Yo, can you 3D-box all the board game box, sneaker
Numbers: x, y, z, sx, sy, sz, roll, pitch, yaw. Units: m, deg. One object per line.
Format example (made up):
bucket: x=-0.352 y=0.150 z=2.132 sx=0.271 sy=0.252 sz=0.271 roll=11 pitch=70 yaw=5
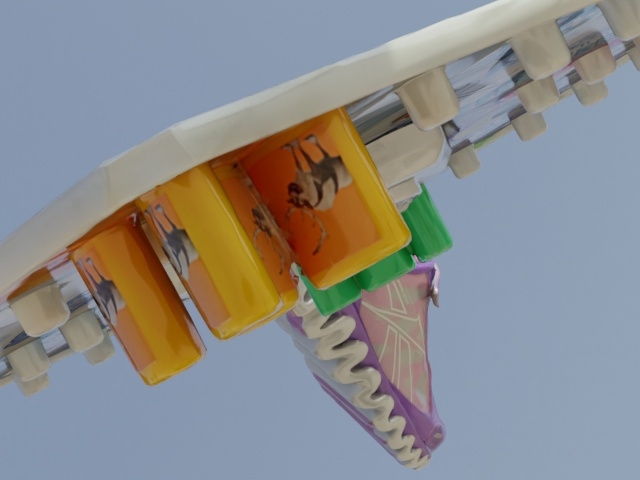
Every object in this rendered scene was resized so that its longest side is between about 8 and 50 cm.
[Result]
board game box: x=0.000 y=0.000 z=0.631 sx=0.390 sy=0.050 sz=0.390 roll=-25 pitch=-4 yaw=-39
sneaker: x=0.036 y=0.047 z=1.059 sx=0.104 sy=0.095 sz=0.236 roll=-42 pitch=-47 yaw=-11
